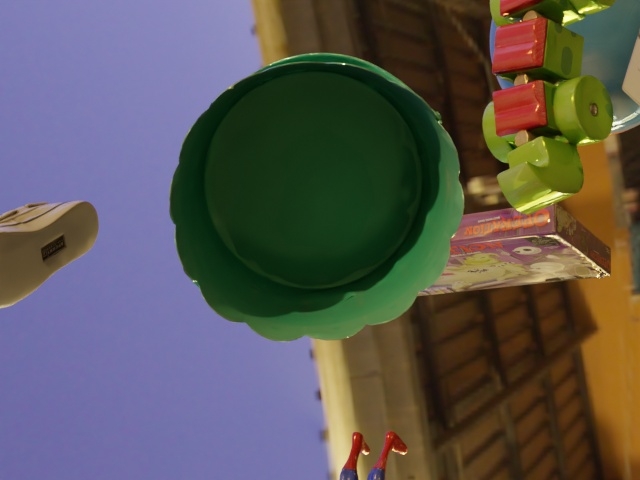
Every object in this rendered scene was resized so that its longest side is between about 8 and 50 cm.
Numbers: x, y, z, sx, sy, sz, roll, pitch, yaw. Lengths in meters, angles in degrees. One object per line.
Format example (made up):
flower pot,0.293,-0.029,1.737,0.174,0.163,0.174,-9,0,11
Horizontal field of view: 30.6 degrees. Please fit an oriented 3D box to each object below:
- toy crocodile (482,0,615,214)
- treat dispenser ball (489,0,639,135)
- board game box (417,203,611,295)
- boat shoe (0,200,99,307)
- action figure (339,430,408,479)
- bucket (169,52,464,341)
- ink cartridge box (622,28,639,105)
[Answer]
toy crocodile,0.212,-0.188,1.136,0.105,0.115,0.341,17,-109,-41
treat dispenser ball,0.387,-0.292,1.682,0.288,0.288,0.288,35,-130,-56
board game box,0.197,0.020,1.604,0.208,0.346,0.056,33,-124,-50
boat shoe,-0.372,0.014,1.408,0.258,0.084,0.095,-29,-59,-61
action figure,0.058,0.403,1.536,0.139,0.091,0.280,59,-142,-33
bucket,-0.007,-0.049,1.151,0.183,0.281,0.281,-102,-3,-80
ink cartridge box,0.356,-0.204,0.991,0.092,0.158,0.218,46,164,24
